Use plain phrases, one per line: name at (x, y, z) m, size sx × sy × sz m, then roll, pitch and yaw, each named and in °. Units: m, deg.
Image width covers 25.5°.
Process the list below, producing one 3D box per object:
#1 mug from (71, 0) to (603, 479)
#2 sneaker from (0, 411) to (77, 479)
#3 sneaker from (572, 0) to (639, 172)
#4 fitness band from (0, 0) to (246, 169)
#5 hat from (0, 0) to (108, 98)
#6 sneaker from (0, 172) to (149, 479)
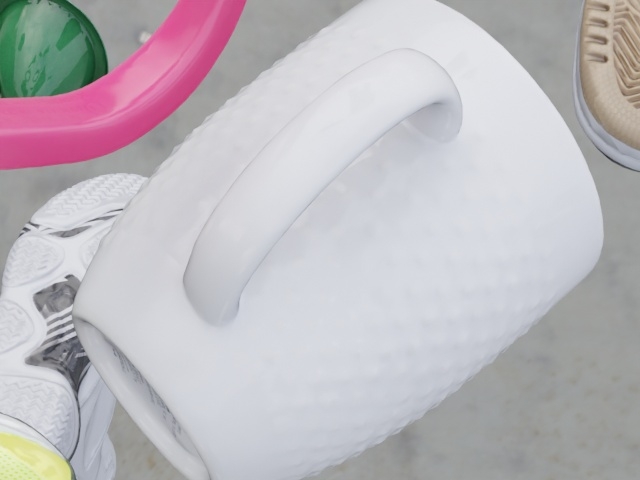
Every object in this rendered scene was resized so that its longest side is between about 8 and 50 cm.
mug at (0.000, 0.000, 0.997) m, size 0.328 × 0.374 × 0.276 m, roll -38°, pitch 75°, yaw -18°
sneaker at (-0.228, 0.140, 0.719) m, size 0.208 × 0.094 × 0.081 m, roll 0°, pitch 111°, yaw -11°
sneaker at (0.176, -0.103, 0.681) m, size 0.099 × 0.153 × 0.282 m, roll 23°, pitch 55°, yaw 7°
fitness band at (-0.147, -0.137, 0.776) m, size 0.054 × 0.209 × 0.291 m, roll 38°, pitch 25°, yaw 25°
hat at (-0.368, -0.174, 1.715) m, size 0.173 × 0.208 × 0.183 m, roll 7°, pitch 39°, yaw 15°
sneaker at (-0.242, 0.117, 1.342) m, size 0.137 × 0.210 × 0.366 m, roll 18°, pitch 56°, yaw 7°
